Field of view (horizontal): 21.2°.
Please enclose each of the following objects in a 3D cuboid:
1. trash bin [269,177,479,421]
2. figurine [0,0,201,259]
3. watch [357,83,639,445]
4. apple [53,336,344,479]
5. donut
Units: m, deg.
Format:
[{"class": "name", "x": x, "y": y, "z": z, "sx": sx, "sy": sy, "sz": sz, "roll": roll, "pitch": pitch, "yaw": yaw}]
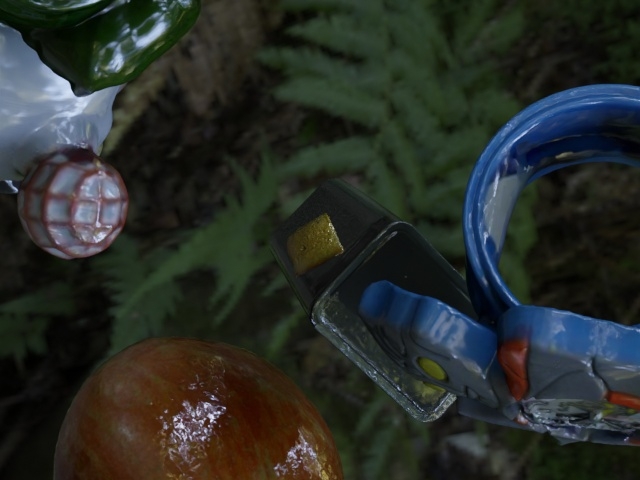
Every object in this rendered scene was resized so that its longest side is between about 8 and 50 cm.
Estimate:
[{"class": "trash bin", "x": 0.056, "y": 0.046, "z": 1.603, "sx": 0.164, "sy": 0.122, "sz": 0.240, "roll": 44, "pitch": 1, "yaw": -18}, {"class": "figurine", "x": -0.150, "y": -0.131, "z": 0.835, "sx": 0.167, "sy": 0.370, "sz": 0.281, "roll": -4, "pitch": 82, "yaw": -31}, {"class": "watch", "x": 0.198, "y": 0.016, "z": 1.410, "sx": 0.241, "sy": 0.305, "sz": 0.274, "roll": 80, "pitch": 24, "yaw": -71}, {"class": "apple", "x": -0.108, "y": 0.250, "z": 1.675, "sx": 0.301, "sy": 0.301, "sz": 0.301, "roll": 21, "pitch": 62, "yaw": -46}, {"class": "donut", "x": 0.000, "y": 0.000, "z": 1.439, "sx": 0.038, "sy": 0.067, "sz": 0.083, "roll": 59, "pitch": 29, "yaw": -1}]
